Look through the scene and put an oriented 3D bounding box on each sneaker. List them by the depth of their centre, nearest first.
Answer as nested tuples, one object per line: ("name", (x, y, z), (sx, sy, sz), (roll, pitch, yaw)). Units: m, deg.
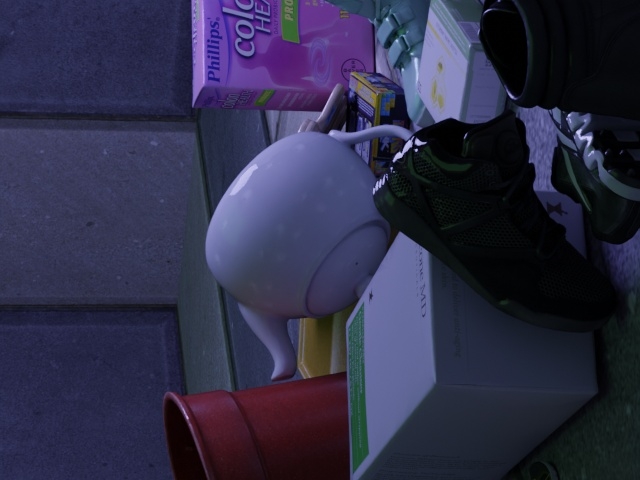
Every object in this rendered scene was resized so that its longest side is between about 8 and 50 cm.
("sneaker", (0.194, -0.215, 1.330), (0.104, 0.147, 0.295), (102, 166, -51))
("sneaker", (0.219, -0.087, 1.374), (0.234, 0.078, 0.106), (-104, 21, -46))
("sneaker", (0.161, -0.020, 1.387), (0.087, 0.227, 0.130), (-45, -10, -44))
("sneaker", (0.203, 0.235, 1.548), (0.083, 0.035, 0.031), (-104, 19, -52))
("sneaker", (0.066, -0.249, 1.964), (0.094, 0.151, 0.256), (122, 146, -66))

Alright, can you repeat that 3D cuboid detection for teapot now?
("teapot", (0.000, 0.000, 2.046), (0.187, 0.252, 0.256), (38, 144, 25))

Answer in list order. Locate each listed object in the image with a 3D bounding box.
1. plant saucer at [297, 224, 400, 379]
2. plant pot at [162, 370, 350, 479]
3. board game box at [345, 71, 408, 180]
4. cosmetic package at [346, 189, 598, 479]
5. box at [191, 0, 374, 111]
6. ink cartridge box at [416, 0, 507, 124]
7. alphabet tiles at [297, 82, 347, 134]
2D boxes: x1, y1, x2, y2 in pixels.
("plant saucer", (0.030, 0.104, 2.317), (0.333, 0.081, 0.332), (-125, 37, -73))
("plant pot", (-0.023, 0.277, 2.005), (0.272, 0.265, 0.272), (165, 90, -75))
("board game box", (0.072, -0.139, 2.196), (0.170, 0.048, 0.141), (-125, 39, -71))
("cosmetic package", (0.133, 0.107, 1.606), (0.365, 0.155, 0.197), (112, 159, -64))
("box", (-0.055, -0.298, 2.343), (0.117, 0.243, 0.213), (136, 134, -75))
("ink cartridge box", (0.147, -0.130, 1.805), (0.171, 0.056, 0.235), (-111, 26, -60))
("alphabet tiles", (-0.033, -0.074, 2.261), (0.278, 0.021, 0.284), (-64, -7, -6))
